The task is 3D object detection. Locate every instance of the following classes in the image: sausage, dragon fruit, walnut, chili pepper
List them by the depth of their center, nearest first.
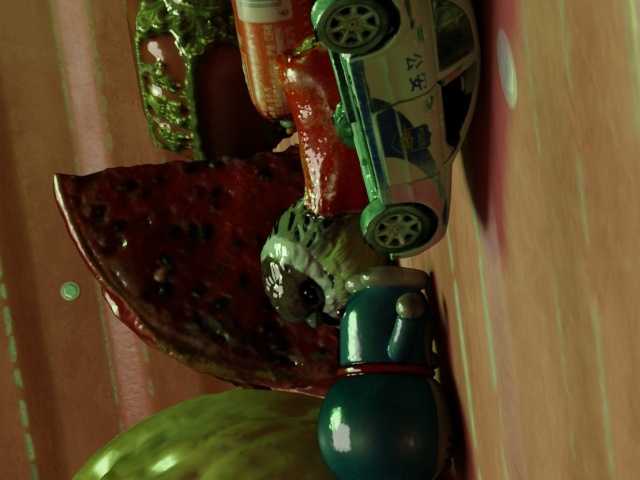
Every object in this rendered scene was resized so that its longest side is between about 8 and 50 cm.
[{"bbox_3d":[0.008,-0.082,1.276,0.070,0.073,0.123,9,117,40],"label":"chili pepper"},{"bbox_3d":[-0.055,0.241,1.294,0.252,0.313,0.277,55,-170,35],"label":"walnut"},{"bbox_3d":[-0.038,-0.211,1.543,0.074,0.074,0.274,-110,11,-65],"label":"sausage"},{"bbox_3d":[-0.046,0.005,1.743,0.302,0.240,0.330,54,-164,3],"label":"dragon fruit"}]

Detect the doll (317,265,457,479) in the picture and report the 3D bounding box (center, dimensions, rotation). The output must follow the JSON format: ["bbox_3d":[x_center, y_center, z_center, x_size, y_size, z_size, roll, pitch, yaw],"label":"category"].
[{"bbox_3d":[0.041,0.094,1.166,0.114,0.085,0.152,144,128,-72],"label":"doll"}]

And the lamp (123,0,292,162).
[{"bbox_3d":[-0.098,-0.179,1.766,0.274,0.177,0.177,85,174,-61],"label":"lamp"}]

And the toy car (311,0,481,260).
[{"bbox_3d":[0.036,-0.089,0.898,0.224,0.076,0.090,75,180,-47],"label":"toy car"}]

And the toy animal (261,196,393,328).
[{"bbox_3d":[0.000,0.000,1.354,0.098,0.098,0.137,92,168,-65],"label":"toy animal"}]
